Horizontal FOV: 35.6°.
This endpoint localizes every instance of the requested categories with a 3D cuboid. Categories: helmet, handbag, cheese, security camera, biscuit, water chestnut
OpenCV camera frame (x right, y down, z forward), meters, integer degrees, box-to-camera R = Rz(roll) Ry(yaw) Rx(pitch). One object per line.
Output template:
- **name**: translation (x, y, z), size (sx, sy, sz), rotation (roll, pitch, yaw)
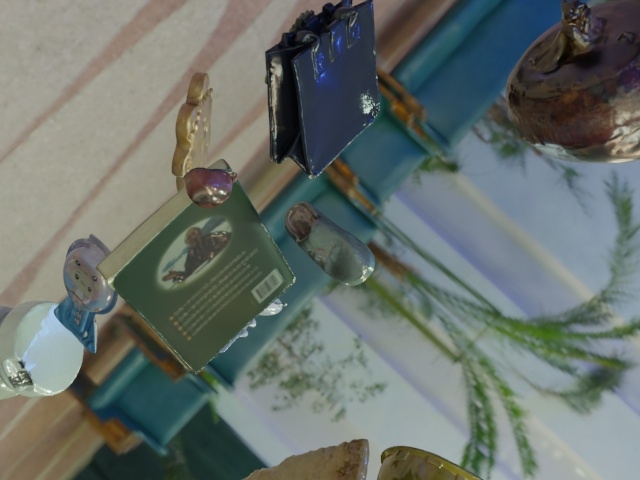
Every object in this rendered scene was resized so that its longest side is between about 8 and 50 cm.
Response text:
- **helmet**: translation (-0.157, -0.072, 1.448), size (0.084, 0.049, 0.065), rotation (3, 152, -29)
- **handbag**: translation (0.003, -0.341, 2.136), size (0.303, 0.122, 0.329), rotation (-46, 145, -38)
- **cheese**: translation (-0.414, 0.089, 1.766), size (0.052, 0.135, 0.244), rotation (-28, 153, -46)
- **security camera**: translation (-0.611, 0.214, 1.952), size (0.236, 0.194, 0.194), rotation (-4, -163, 29)
- **biscuit**: translation (-0.312, -0.251, 2.489), size (0.355, 0.052, 0.275), rotation (99, 5, -54)
- **helmet**: translation (0.209, 0.524, 1.965), size (0.140, 0.257, 0.205), rotation (-55, 156, -33)
- **water chestnut**: translation (0.491, -0.299, 1.747), size (0.351, 0.302, 0.350), rotation (-26, -152, 15)
- **biscuit**: translation (-0.093, 0.687, 2.287), size (0.429, 0.104, 0.446), rotation (-16, -132, 32)

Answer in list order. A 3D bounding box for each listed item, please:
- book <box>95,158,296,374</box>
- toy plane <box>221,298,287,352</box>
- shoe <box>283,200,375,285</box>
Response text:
- **book**: translation (-0.190, 0.056, 1.649), size (0.260, 0.043, 0.371), rotation (-43, 147, -11)
- **toy plane**: translation (-0.168, 0.129, 2.198), size (0.101, 0.250, 0.255), rotation (-6, 164, 44)
- **shoe**: translation (0.000, 0.000, 1.626), size (0.079, 0.195, 0.078), rotation (-55, 146, 10)
